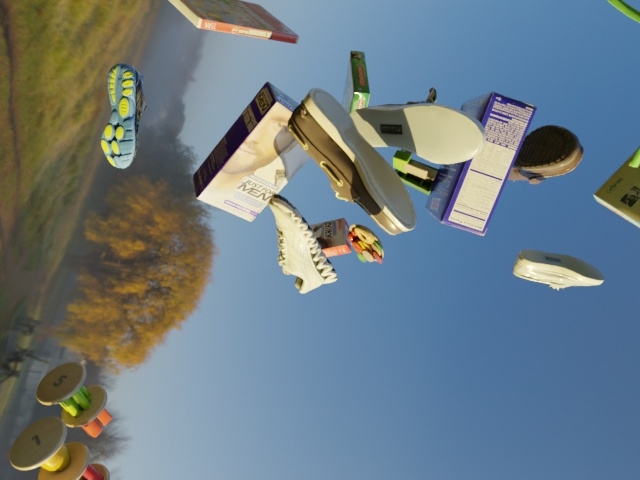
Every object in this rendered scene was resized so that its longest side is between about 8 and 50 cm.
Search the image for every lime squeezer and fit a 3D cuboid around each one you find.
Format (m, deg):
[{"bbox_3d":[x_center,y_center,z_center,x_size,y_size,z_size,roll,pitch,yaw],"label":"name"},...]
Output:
[{"bbox_3d":[0.550,-0.286,0.734,0.109,0.058,0.311,-9,-95,45],"label":"lime squeezer"}]

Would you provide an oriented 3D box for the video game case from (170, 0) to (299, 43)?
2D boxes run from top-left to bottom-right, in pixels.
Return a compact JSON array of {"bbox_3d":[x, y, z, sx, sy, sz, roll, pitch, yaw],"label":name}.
[{"bbox_3d":[-0.217,-0.556,1.093,0.204,0.285,0.025,48,-49,28],"label":"video game case"}]

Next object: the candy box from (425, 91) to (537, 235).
[{"bbox_3d":[0.394,-0.196,1.146,0.268,0.122,0.318,-73,-178,-77],"label":"candy box"}]

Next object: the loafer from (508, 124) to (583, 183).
[{"bbox_3d":[0.615,-0.233,1.259,0.134,0.130,0.366,-62,-169,4],"label":"loafer"}]

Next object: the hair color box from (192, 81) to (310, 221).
[{"bbox_3d":[-0.163,-0.219,1.169,0.339,0.185,0.110,-45,-135,23],"label":"hair color box"}]

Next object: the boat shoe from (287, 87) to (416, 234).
[{"bbox_3d":[0.059,-0.138,0.862,0.096,0.324,0.116,-38,180,37],"label":"boat shoe"}]

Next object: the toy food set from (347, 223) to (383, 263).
[{"bbox_3d":[0.080,0.006,0.785,0.020,0.083,0.083,-40,-168,-23],"label":"toy food set"}]

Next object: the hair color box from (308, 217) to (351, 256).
[{"bbox_3d":[0.000,0.000,1.290,0.167,0.053,0.093,-13,-121,16],"label":"hair color box"}]

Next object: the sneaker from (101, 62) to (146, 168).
[{"bbox_3d":[-0.353,-0.225,0.820,0.078,0.066,0.188,-53,156,-73],"label":"sneaker"}]

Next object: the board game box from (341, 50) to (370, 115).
[{"bbox_3d":[0.095,-0.384,1.381,0.318,0.046,0.214,99,-8,-52],"label":"board game box"}]

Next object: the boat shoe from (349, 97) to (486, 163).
[{"bbox_3d":[0.200,-0.229,0.903,0.306,0.104,0.113,14,-56,44],"label":"boat shoe"}]

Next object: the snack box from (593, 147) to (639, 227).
[{"bbox_3d":[0.940,-0.190,1.197,0.322,0.060,0.187,-52,-135,17],"label":"snack box"}]

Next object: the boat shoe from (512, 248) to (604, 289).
[{"bbox_3d":[0.626,0.086,1.183,0.079,0.227,0.081,-74,177,-51],"label":"boat shoe"}]

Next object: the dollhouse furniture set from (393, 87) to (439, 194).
[{"bbox_3d":[0.394,-0.352,1.587,0.302,0.151,0.197,-61,164,-10],"label":"dollhouse furniture set"}]

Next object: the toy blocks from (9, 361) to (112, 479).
[{"bbox_3d":[-0.269,0.231,0.505,0.123,0.054,0.148,-102,-179,-52],"label":"toy blocks"}]

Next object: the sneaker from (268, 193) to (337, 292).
[{"bbox_3d":[-0.063,0.017,1.114,0.118,0.292,0.110,-30,-150,-3],"label":"sneaker"}]
